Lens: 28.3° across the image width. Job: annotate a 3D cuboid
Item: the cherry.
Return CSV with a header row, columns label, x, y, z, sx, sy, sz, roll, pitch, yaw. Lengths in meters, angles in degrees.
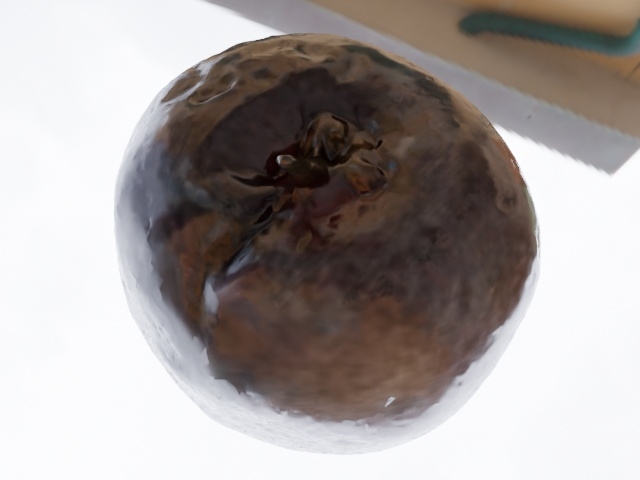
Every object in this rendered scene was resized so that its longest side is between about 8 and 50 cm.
label,x,y,z,sx,sy,sz,roll,pitch,yaw
cherry,-0.002,0.007,0.571,0.195,0.195,0.195,5,-114,-12
